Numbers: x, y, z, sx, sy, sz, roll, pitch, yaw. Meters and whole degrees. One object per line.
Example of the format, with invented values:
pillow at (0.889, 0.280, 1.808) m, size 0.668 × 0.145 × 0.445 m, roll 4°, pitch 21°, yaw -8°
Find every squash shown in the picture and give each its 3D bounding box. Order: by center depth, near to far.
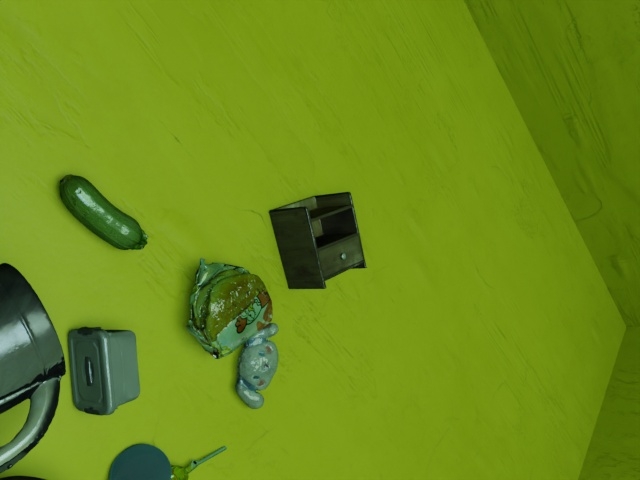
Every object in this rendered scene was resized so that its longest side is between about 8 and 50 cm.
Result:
squash at (-0.445, -0.050, 1.353) m, size 0.219 × 0.068 × 0.077 m, roll 44°, pitch 54°, yaw -34°

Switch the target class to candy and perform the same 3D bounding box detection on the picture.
candy at (-0.281, 0.509, 1.492) m, size 0.194 × 0.062 × 0.058 m, roll -16°, pitch 100°, yaw -53°

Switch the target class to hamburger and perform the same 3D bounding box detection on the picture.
hamburger at (-0.217, 0.142, 1.517) m, size 0.214 × 0.125 × 0.235 m, roll -34°, pitch 125°, yaw -50°

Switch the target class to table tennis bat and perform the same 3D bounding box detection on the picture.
table tennis bat at (-0.404, 0.500, 1.360) m, size 0.201 × 0.033 × 0.124 m, roll -22°, pitch 74°, yaw -35°

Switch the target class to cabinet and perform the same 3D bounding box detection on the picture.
cabinet at (0.000, 0.000, 1.723) m, size 0.175 × 0.148 × 0.215 m, roll -22°, pitch 103°, yaw -43°

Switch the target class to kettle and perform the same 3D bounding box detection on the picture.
kettle at (-0.597, 0.239, 1.065) m, size 0.324 × 0.228 × 0.320 m, roll -29°, pitch 86°, yaw -37°

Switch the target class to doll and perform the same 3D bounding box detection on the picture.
doll at (-0.154, 0.302, 1.609) m, size 0.104 × 0.072 × 0.213 m, roll 17°, pitch 83°, yaw -27°

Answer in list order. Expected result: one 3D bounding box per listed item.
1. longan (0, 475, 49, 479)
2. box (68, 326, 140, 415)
longan at (-0.517, 0.545, 1.090) m, size 0.319 × 0.319 × 0.318 m, roll 4°, pitch 84°, yaw -44°
box at (-0.427, 0.253, 1.320) m, size 0.093 × 0.124 × 0.172 m, roll -5°, pitch 92°, yaw -55°
